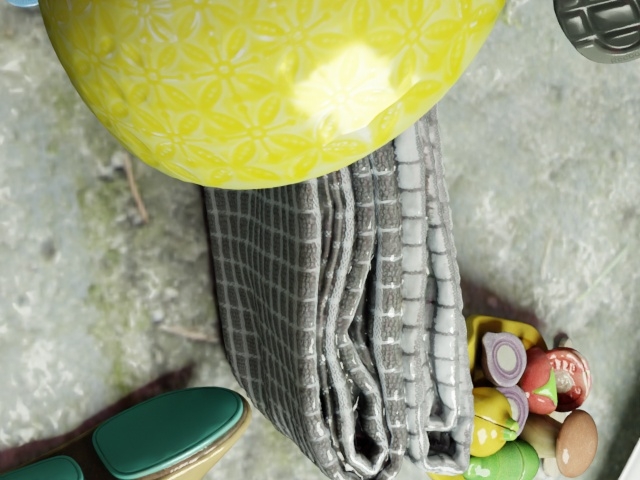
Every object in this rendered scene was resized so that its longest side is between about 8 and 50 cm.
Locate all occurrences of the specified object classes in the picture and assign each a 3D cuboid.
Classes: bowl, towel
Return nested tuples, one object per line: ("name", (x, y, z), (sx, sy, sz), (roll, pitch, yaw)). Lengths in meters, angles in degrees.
("bowl", (-0.049, -0.188, 0.704), (0.289, 0.289, 0.156), (-58, 150, -5))
("towel", (0.000, 0.000, 0.872), (0.121, 0.235, 0.283), (-9, 99, -15))

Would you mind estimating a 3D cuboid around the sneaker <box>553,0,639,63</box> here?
("sneaker", (0.178, -0.249, 0.937), (0.101, 0.106, 0.267), (-10, 136, 17))

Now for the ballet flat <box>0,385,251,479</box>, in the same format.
("ballet flat", (-0.154, 0.172, 0.933), (0.232, 0.080, 0.073), (-21, 131, -14))

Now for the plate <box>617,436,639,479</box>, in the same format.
("plate", (0.373, 0.185, 1.090), (0.277, 0.045, 0.278), (17, 106, -15))

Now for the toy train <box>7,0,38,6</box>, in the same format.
("toy train", (-0.202, -0.205, 0.859), (0.184, 0.080, 0.105), (-23, 98, -16))

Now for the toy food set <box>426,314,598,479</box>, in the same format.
("toy food set", (0.158, 0.126, 0.979), (0.218, 0.071, 0.128), (11, 89, -50))
